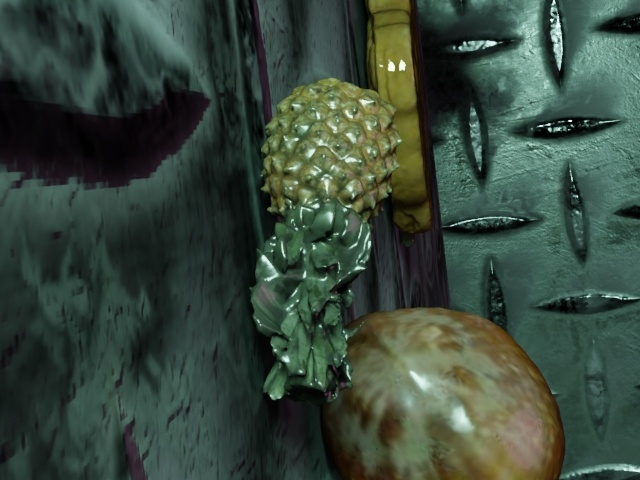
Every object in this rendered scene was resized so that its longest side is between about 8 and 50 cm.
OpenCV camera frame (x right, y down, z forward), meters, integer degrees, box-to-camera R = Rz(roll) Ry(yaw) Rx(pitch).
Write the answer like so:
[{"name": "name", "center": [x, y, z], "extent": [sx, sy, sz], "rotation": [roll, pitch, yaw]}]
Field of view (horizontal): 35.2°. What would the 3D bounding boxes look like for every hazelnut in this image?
[{"name": "hazelnut", "center": [0.072, 0.105, 0.600], "extent": [0.154, 0.143, 0.143], "rotation": [46, -21, 43]}]

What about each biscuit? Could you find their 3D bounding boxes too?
[{"name": "biscuit", "center": [0.090, -0.183, 1.189], "extent": [0.351, 0.057, 0.312], "rotation": [63, 22, -70]}]

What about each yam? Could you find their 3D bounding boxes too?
[{"name": "yam", "center": [0.117, -0.039, 1.371], "extent": [0.021, 0.021, 0.116], "rotation": [74, 13, -48]}]

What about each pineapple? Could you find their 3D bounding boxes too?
[{"name": "pineapple", "center": [0.000, 0.000, 0.484], "extent": [0.074, 0.074, 0.159], "rotation": [69, 25, -58]}]
